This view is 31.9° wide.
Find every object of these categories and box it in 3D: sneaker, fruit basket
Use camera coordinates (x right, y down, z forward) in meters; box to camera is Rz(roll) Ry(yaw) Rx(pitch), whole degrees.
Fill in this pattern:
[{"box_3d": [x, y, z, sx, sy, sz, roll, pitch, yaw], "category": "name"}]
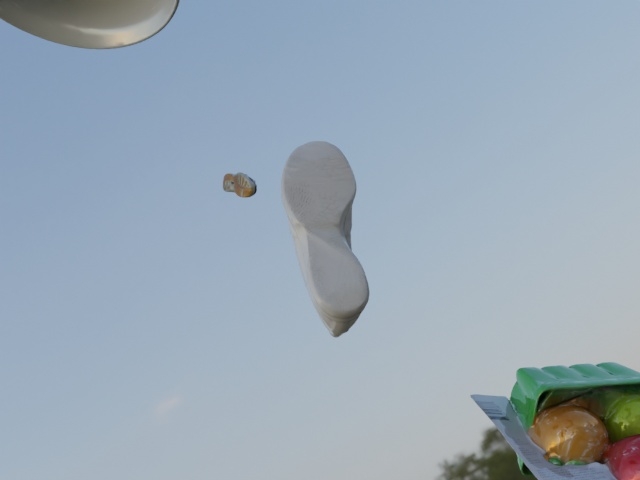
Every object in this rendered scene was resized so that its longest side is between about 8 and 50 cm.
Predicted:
[{"box_3d": [-0.096, -0.073, 1.462, 0.037, 0.031, 0.083, 5, 9, -28], "category": "sneaker"}, {"box_3d": [0.433, 0.320, 1.636, 0.327, 0.353, 0.165, -1, -60, -22], "category": "fruit basket"}, {"box_3d": [0.000, 0.000, 1.174, 0.080, 0.212, 0.094, -3, -28, -7], "category": "sneaker"}]

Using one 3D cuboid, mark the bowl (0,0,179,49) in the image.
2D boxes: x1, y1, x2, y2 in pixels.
[{"box_3d": [-0.300, -0.379, 1.366, 0.298, 0.134, 0.298, 8, -31, 5], "category": "bowl"}]
